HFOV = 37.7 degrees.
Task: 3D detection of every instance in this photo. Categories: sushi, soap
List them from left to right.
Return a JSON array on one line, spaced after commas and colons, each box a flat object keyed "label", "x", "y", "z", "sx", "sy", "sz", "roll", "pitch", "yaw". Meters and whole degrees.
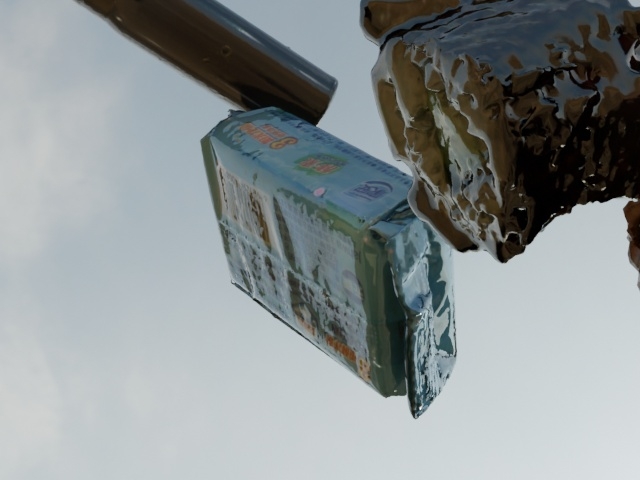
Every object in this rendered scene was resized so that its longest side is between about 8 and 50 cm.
[{"label": "soap", "x": 0.000, "y": 0.000, "z": 0.720, "sx": 0.293, "sy": 0.077, "sz": 0.156, "roll": 33, "pitch": -43, "yaw": 47}, {"label": "sushi", "x": 0.073, "y": -0.051, "z": 0.356, "sx": 0.084, "sy": 0.098, "sz": 0.094, "roll": -24, "pitch": -51, "yaw": -16}]

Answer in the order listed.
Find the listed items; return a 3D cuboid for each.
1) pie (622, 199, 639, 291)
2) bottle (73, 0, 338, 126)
[{"label": "pie", "x": 0.231, "y": 0.051, "z": 0.408, "sx": 0.086, "sy": 0.308, "sz": 0.308, "roll": -18, "pitch": -64, "yaw": -4}, {"label": "bottle", "x": -0.103, "y": -0.173, "z": 0.811, "sx": 0.244, "sy": 0.082, "sz": 0.072, "roll": 32, "pitch": -90, "yaw": -12}]
